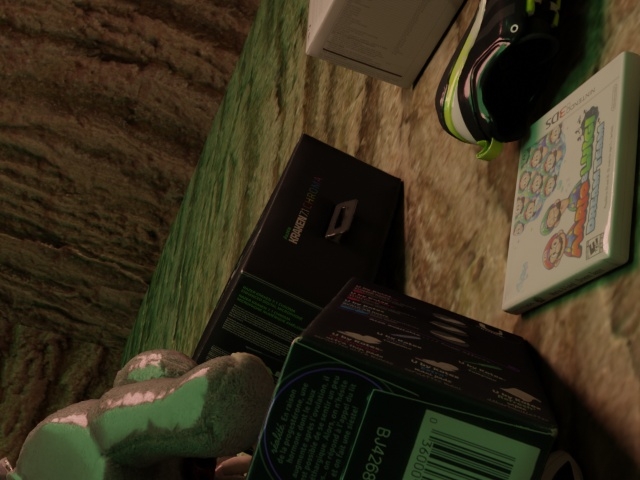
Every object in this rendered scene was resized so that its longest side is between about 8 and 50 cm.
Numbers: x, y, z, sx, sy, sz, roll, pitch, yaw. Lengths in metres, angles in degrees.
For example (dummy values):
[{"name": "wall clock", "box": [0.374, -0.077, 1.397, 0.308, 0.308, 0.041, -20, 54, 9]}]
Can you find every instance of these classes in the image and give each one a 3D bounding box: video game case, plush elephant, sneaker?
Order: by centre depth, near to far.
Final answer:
[{"name": "video game case", "box": [0.179, -0.037, 0.728, 0.143, 0.019, 0.157, 137, 147, -64]}, {"name": "sneaker", "box": [0.172, -0.176, 0.813, 0.097, 0.084, 0.234, 37, 111, 64]}, {"name": "plush elephant", "box": [-0.126, 0.232, 0.888, 0.330, 0.255, 0.271, 0, 81, 36]}]

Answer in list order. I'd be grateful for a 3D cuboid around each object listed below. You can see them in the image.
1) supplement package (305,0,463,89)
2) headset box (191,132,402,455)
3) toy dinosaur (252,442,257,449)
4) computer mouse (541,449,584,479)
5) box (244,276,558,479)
[{"name": "supplement package", "box": [0.093, -0.316, 1.137, 0.244, 0.139, 0.133, 123, 158, -44]}, {"name": "headset box", "box": [-0.035, 0.057, 1.118, 0.283, 0.131, 0.246, -61, 6, 41]}, {"name": "toy dinosaur", "box": [-0.054, 0.308, 1.035, 0.296, 0.127, 0.200, -41, 42, 36]}, {"name": "computer mouse", "box": [0.125, 0.213, 0.596, 0.106, 0.042, 0.193, 122, 159, -48]}, {"name": "box", "box": [0.045, 0.133, 0.635, 0.270, 0.143, 0.165, -32, -38, -81]}]
